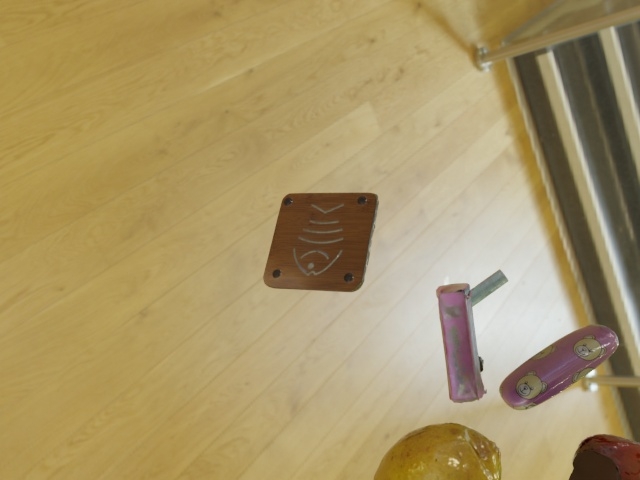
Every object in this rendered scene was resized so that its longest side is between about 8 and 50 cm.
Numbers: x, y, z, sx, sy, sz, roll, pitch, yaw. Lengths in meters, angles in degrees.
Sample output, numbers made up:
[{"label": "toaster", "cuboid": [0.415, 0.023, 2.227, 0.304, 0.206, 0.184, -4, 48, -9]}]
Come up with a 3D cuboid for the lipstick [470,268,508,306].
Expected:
[{"label": "lipstick", "cuboid": [0.496, 0.151, 2.149, 0.158, 0.048, 0.048, -37, 120, 5]}]

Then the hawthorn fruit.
[{"label": "hawthorn fruit", "cuboid": [0.670, 0.520, 1.546, 0.251, 0.189, 0.189, 4, 78, -5]}]

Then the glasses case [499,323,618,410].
[{"label": "glasses case", "cuboid": [0.584, 0.309, 1.736, 0.316, 0.123, 0.076, -33, 108, -4]}]

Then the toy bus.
[{"label": "toy bus", "cuboid": [0.330, 0.239, 1.665, 0.112, 0.090, 0.274, 10, 72, -76]}]

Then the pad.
[{"label": "pad", "cuboid": [0.000, 0.000, 1.841, 0.018, 0.287, 0.284, 48, 48, -55]}]

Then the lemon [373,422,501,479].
[{"label": "lemon", "cuboid": [0.181, 0.368, 1.090, 0.170, 0.207, 0.170, 33, 37, -29]}]
